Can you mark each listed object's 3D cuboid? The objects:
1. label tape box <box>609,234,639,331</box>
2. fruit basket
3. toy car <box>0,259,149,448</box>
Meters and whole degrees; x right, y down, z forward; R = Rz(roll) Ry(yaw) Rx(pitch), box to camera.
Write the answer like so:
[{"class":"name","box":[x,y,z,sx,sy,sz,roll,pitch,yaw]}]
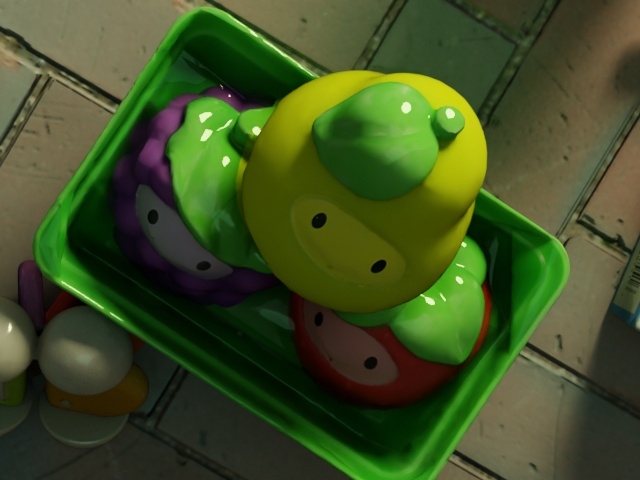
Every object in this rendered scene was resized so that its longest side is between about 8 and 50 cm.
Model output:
[{"class":"label tape box","box":[0.446,0.015,1.652,0.333,0.106,0.241,21,94,-6]},{"class":"fruit basket","box":[0.000,0.000,1.485,0.392,0.392,0.283,34,91,-7]},{"class":"toy car","box":[-0.226,0.081,1.596,0.182,0.159,0.136,7,60,-5]}]
